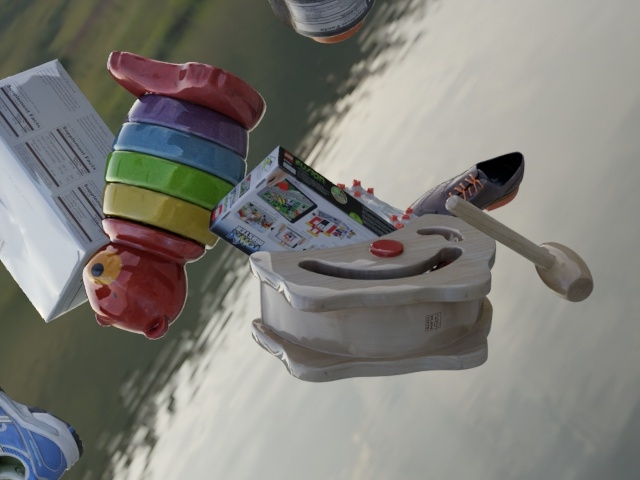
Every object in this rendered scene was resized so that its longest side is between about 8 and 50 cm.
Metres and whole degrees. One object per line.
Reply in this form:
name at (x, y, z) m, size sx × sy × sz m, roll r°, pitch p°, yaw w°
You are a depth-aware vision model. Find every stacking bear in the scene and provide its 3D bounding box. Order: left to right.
stacking bear at (-0.175, -0.038, 1.323) m, size 0.175 × 0.164 × 0.289 m, roll 13°, pitch 82°, yaw 31°

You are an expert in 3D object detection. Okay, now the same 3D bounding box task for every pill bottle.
pill bottle at (-0.007, -0.308, 1.330) m, size 0.130 × 0.130 × 0.245 m, roll -59°, pitch -16°, yaw -9°

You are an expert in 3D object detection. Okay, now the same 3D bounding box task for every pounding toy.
pounding toy at (0.076, 0.011, 1.002) m, size 0.154 × 0.270 × 0.155 m, roll -113°, pitch 20°, yaw -65°

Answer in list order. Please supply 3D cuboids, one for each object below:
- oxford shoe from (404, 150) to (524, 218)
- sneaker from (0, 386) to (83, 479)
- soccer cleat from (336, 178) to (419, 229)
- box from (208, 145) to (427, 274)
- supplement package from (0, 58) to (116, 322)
oxford shoe at (0.239, -0.080, 2.059) m, size 0.271 × 0.097 × 0.098 m, roll -31°, pitch -22°, yaw -27°
sneaker at (-0.365, 0.204, 1.297) m, size 0.080 × 0.211 × 0.081 m, roll 97°, pitch -161°, yaw -45°
soccer cleat at (0.079, -0.006, 1.441) m, size 0.196 × 0.068 × 0.076 m, roll 35°, pitch 126°, yaw 43°
box at (0.000, 0.000, 1.246) m, size 0.114 × 0.207 × 0.036 m, roll -40°, pitch 29°, yaw 30°
supplement package at (-0.357, -0.064, 1.600) m, size 0.145 × 0.262 × 0.204 m, roll -30°, pitch -12°, yaw -38°
